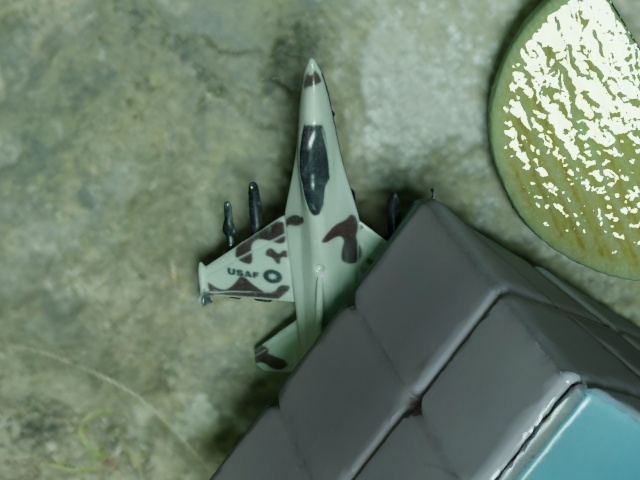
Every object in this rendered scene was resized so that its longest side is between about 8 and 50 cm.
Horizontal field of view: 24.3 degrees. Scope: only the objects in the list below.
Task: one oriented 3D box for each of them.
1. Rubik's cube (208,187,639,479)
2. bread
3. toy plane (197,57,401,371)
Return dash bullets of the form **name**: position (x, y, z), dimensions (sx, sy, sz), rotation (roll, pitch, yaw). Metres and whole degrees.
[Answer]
- **Rubik's cube**: position (0.103, 0.147, 0.779), dimensions (0.231, 0.221, 0.224), rotation (30, 102, -24)
- **bread**: position (0.159, -0.049, 0.861), dimensions (0.112, 0.036, 0.193), rotation (-32, 101, 14)
- **toy plane**: position (0.003, -0.002, 0.855), dimensions (0.160, 0.082, 0.234), rotation (5, 113, 11)
